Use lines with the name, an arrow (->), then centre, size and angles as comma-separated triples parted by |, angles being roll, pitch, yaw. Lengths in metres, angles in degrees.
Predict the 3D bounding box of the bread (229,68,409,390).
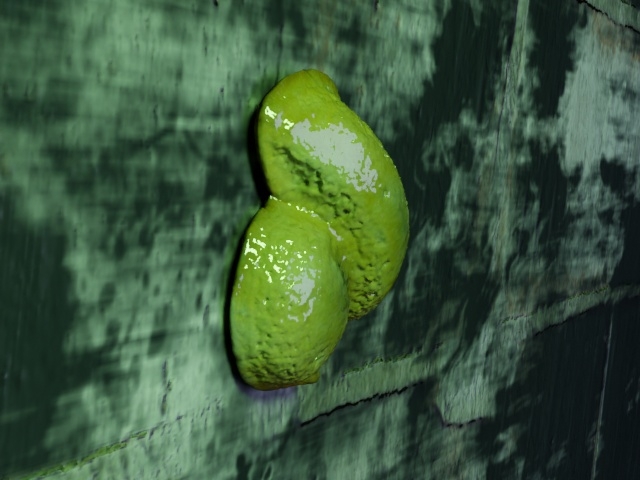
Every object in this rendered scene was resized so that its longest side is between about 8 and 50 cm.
bread -> 0.000, 0.000, 0.822 | 0.149, 0.065, 0.187 | -48, 143, -45
